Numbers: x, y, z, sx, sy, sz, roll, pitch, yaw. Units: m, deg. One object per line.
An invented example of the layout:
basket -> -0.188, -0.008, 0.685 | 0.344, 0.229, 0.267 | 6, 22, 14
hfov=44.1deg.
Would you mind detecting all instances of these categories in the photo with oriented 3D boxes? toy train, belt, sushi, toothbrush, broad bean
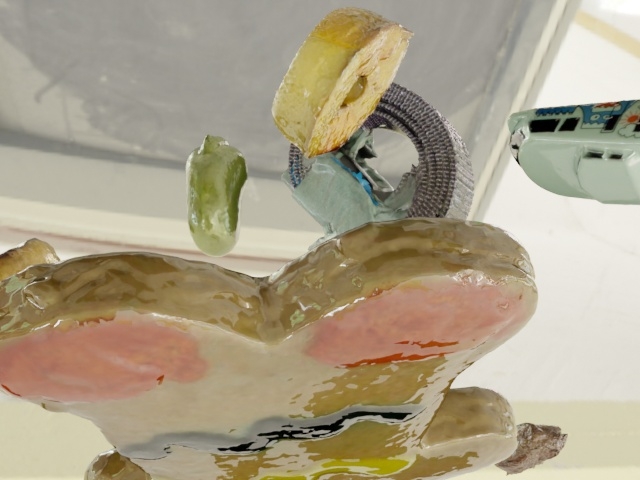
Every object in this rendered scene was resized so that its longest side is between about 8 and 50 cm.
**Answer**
toy train -> 0.165, -0.038, 0.329 | 0.208, 0.043, 0.047 | 6, -129, 49
belt -> 0.095, -0.112, 1.259 | 0.325, 0.260, 0.122 | 46, -169, 28
sushi -> 0.251, 0.256, 0.967 | 0.060, 0.118, 0.061 | 27, -118, -21
toothbrush -> 0.000, 0.000, 1.066 | 0.016, 0.019, 0.219 | -16, 174, -8
broad bean -> -0.144, -0.067, 1.103 | 0.082, 0.124, 0.174 | -11, -128, 7

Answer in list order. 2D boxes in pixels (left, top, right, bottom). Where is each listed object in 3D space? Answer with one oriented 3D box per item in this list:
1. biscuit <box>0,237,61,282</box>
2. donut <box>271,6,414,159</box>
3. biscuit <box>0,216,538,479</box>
biscuit -> -0.511, 0.097, 1.248 | 0.091, 0.213, 0.274 | 48, -145, -4
donut -> 0.015, -0.173, 0.852 | 0.075, 0.174, 0.190 | 38, -139, 9
biscuit -> -0.012, 0.131, 0.572 | 0.369, 0.394, 0.076 | -6, -125, -5
